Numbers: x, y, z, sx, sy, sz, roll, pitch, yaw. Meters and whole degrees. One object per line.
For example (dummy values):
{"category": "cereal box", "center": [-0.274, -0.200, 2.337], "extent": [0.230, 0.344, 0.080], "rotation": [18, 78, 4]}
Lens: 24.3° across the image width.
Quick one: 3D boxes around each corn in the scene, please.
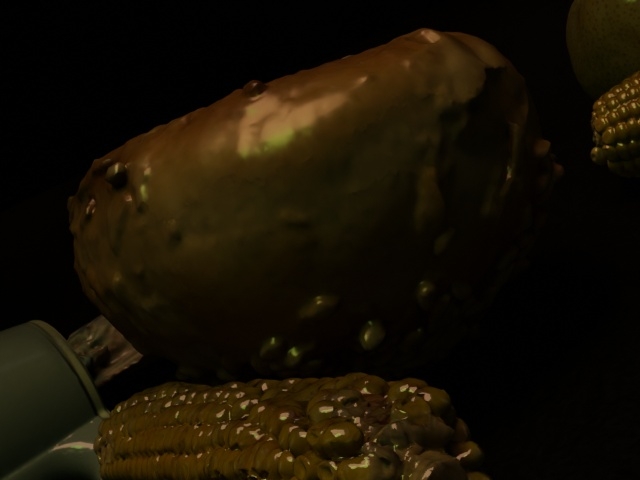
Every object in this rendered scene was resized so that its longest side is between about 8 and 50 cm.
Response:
{"category": "corn", "center": [0.291, -0.111, 1.003], "extent": [0.238, 0.080, 0.080], "rotation": [-27, 12, 13]}
{"category": "corn", "center": [-0.024, 0.111, 0.730], "extent": [0.097, 0.097, 0.320], "rotation": [-34, 13, -28]}

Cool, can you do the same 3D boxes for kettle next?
{"category": "kettle", "center": [-0.237, 0.156, 0.898], "extent": [0.243, 0.160, 0.210], "rotation": [-27, 31, -28]}

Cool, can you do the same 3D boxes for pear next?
{"category": "pear", "center": [0.267, -0.163, 1.132], "extent": [0.167, 0.137, 0.167], "rotation": [-29, 12, 7]}

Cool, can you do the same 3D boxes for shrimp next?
{"category": "shrimp", "center": [-0.163, 0.078, 1.221], "extent": [0.164, 0.062, 0.317], "rotation": [-24, 8, 31]}

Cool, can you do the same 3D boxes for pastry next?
{"category": "pastry", "center": [0.000, 0.000, 0.889], "extent": [0.284, 0.184, 0.315], "rotation": [-19, 0, -24]}
